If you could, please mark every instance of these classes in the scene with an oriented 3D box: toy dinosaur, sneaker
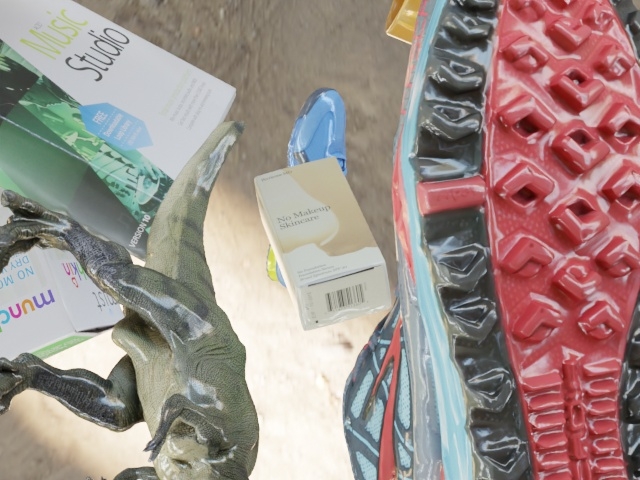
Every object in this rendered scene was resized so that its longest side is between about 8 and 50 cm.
[{"bbox_3d":[-0.078,0.036,0.595,0.118,0.268,0.064,9,132,-18],"label":"toy dinosaur"},{"bbox_3d":[0.007,-0.045,1.460,0.082,0.069,0.209,17,100,36],"label":"sneaker"},{"bbox_3d":[0.043,0.033,0.470,0.104,0.125,0.262,0,90,-31],"label":"sneaker"}]

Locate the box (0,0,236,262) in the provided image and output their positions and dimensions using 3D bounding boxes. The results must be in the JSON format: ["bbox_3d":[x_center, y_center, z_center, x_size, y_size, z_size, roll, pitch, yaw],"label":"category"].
[{"bbox_3d":[-0.231,-0.126,1.063,0.322,0.232,0.058,27,116,-6],"label":"box"}]

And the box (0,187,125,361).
[{"bbox_3d":[-0.330,0.016,1.203,0.262,0.127,0.231,-22,85,11],"label":"box"}]

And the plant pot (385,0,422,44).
[{"bbox_3d":[0.195,-0.277,1.552,0.188,0.205,0.205,23,109,-5],"label":"plant pot"}]

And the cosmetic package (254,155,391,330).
[{"bbox_3d":[0.000,0.000,0.928,0.060,0.115,0.041,-16,131,-8],"label":"cosmetic package"}]
